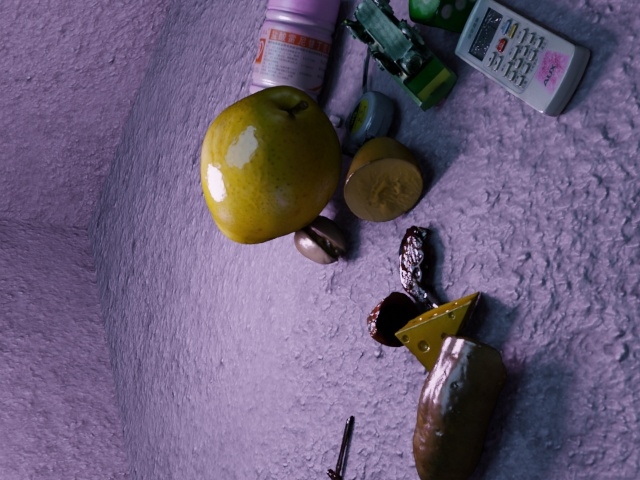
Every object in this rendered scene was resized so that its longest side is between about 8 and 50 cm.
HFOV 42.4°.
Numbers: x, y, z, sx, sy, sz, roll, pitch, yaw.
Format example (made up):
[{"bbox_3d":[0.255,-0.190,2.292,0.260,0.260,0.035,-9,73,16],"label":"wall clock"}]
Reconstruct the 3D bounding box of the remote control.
[{"bbox_3d":[0.394,-0.375,1.645,0.344,0.050,0.145,53,128,51],"label":"remote control"}]

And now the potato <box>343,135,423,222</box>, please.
[{"bbox_3d":[0.145,-0.167,1.922,0.204,0.178,0.158,97,177,-51],"label":"potato"}]

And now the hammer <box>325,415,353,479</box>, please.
[{"bbox_3d":[0.052,0.514,2.034,0.065,0.021,0.178,20,100,60],"label":"hammer"}]

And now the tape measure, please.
[{"bbox_3d":[0.142,-0.372,2.057,0.164,0.084,0.330,0,72,60],"label":"tape measure"}]

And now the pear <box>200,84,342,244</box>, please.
[{"bbox_3d":[-0.127,-0.185,2.074,0.362,0.362,0.418,-114,33,-42],"label":"pear"}]

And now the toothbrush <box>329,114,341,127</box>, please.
[{"bbox_3d":[-0.019,-0.364,2.355,0.307,0.025,0.030,33,103,56],"label":"toothbrush"}]

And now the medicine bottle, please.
[{"bbox_3d":[-0.071,-0.545,2.312,0.202,0.202,0.316,27,107,58],"label":"medicine bottle"}]

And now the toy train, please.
[{"bbox_3d":[0.177,-0.438,1.879,0.120,0.202,0.301,-43,42,12],"label":"toy train"}]

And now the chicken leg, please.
[{"bbox_3d":[0.226,0.083,1.821,0.106,0.051,0.253,-43,51,40],"label":"chicken leg"}]

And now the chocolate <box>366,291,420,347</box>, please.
[{"bbox_3d":[0.159,0.171,1.844,0.133,0.124,0.127,-86,-28,-72],"label":"chocolate"}]

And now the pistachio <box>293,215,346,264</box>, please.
[{"bbox_3d":[0.000,0.000,2.158,0.185,0.124,0.125,42,119,48],"label":"pistachio"}]

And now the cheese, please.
[{"bbox_3d":[0.261,0.173,1.684,0.126,0.093,0.171,48,114,11],"label":"cheese"}]

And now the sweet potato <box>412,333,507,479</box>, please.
[{"bbox_3d":[0.258,0.357,1.603,0.158,0.157,0.370,30,108,57],"label":"sweet potato"}]

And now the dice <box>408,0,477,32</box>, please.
[{"bbox_3d":[0.276,-0.528,1.809,0.131,0.120,0.128,38,117,58],"label":"dice"}]
